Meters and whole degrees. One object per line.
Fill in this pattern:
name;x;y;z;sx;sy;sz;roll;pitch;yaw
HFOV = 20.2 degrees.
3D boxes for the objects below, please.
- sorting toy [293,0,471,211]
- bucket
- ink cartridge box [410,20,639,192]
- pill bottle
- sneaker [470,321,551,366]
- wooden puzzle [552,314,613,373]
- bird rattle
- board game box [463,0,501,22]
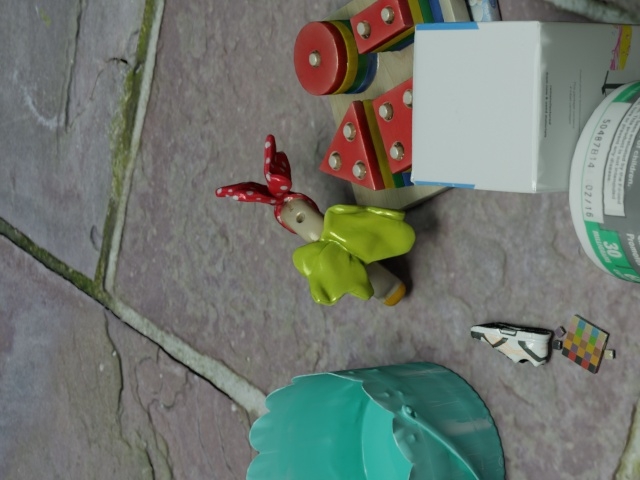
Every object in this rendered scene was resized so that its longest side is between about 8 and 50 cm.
sorting toy;0.073;-0.171;2.089;0.255;0.089;0.257;-26;76;52
bucket;0.069;0.272;2.102;0.281;0.183;0.281;9;102;47
ink cartridge box;0.234;-0.138;1.835;0.171;0.232;0.168;5;97;47
pill bottle;0.426;-0.041;1.657;0.361;0.204;0.204;9;102;48
sneaker;0.212;0.117;2.032;0.109;0.040;0.044;9;104;46
wooden puzzle;0.290;0.113;1.973;0.083;0.006;0.049;33;118;40
bird rattle;0.000;0.000;2.131;0.253;0.207;0.143;30;82;42
board game box;0.166;-0.250;2.049;0.090;0.020;0.090;-17;84;48
